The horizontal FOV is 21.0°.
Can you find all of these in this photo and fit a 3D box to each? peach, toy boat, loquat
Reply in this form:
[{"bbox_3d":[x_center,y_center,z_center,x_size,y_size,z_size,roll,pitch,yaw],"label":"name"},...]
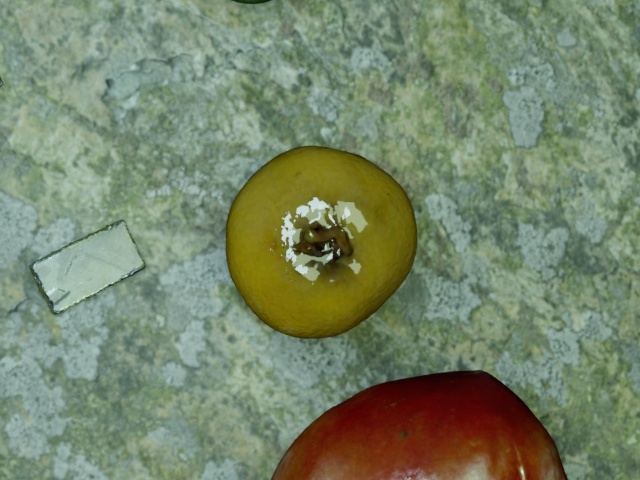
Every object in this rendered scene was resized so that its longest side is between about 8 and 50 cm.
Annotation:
[{"bbox_3d":[0.095,0.291,1.844,0.338,0.281,0.281,-29,100,-16],"label":"peach"},{"bbox_3d":[-0.252,0.028,1.869,0.115,0.016,0.063,-27,99,-12],"label":"toy boat"},{"bbox_3d":[0.000,0.000,1.839,0.208,0.208,0.208,-1,93,-14],"label":"loquat"}]

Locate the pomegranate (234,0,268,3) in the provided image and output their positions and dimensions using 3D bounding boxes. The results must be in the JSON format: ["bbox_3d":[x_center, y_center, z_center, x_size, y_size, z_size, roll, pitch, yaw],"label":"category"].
[{"bbox_3d":[-0.046,-0.341,1.796,0.187,0.225,0.187,-4,97,-31],"label":"pomegranate"}]

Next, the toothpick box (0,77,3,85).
[{"bbox_3d":[-0.415,-0.213,1.766,0.111,0.111,0.180,-30,99,-11],"label":"toothpick box"}]
